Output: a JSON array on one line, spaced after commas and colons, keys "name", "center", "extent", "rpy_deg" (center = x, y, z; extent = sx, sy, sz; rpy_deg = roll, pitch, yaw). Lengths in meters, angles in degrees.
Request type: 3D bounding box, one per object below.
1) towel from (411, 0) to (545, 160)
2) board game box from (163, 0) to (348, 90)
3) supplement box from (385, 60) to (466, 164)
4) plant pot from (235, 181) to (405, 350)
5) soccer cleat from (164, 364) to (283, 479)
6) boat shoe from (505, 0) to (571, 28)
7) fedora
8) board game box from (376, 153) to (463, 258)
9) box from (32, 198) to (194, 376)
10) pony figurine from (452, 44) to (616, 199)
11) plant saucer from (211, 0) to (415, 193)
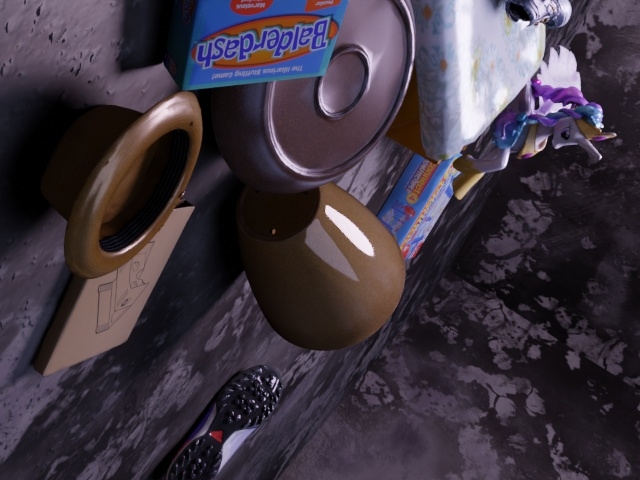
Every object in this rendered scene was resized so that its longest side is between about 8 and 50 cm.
[{"name": "towel", "center": [0.250, -0.345, 1.273], "extent": [0.374, 0.090, 0.320], "rpy_deg": [-44, 133, -42]}, {"name": "board game box", "center": [-0.044, -0.235, 0.728], "extent": [0.160, 0.047, 0.210], "rpy_deg": [-14, 144, -31]}, {"name": "supplement box", "center": [0.239, -0.271, 1.567], "extent": [0.194, 0.129, 0.191], "rpy_deg": [-31, 150, -61]}, {"name": "plant pot", "center": [-0.018, 0.006, 1.174], "extent": [0.237, 0.237, 0.254], "rpy_deg": [-54, 152, -12]}, {"name": "soccer cleat", "center": [-0.195, 0.373, 1.617], "extent": [0.318, 0.109, 0.116], "rpy_deg": [-51, -175, -29]}, {"name": "boat shoe", "center": [0.329, -0.357, 1.267], "extent": [0.083, 0.065, 0.183], "rpy_deg": [-60, 150, -1]}, {"name": "fedora", "center": [-0.181, -0.060, 0.724], "extent": [0.194, 0.079, 0.194], "rpy_deg": [-59, 170, -17]}, {"name": "board game box", "center": [0.247, -0.100, 2.057], "extent": [0.308, 0.086, 0.302], "rpy_deg": [-60, 166, 10]}, {"name": "box", "center": [-0.227, 0.047, 0.921], "extent": [0.201, 0.021, 0.164], "rpy_deg": [-62, 165, 15]}, {"name": "pony figurine", "center": [0.417, -0.285, 1.722], "extent": [0.303, 0.364, 0.350], "rpy_deg": [24, 58, -47]}, {"name": "plant saucer", "center": [0.012, -0.186, 0.942], "extent": [0.311, 0.050, 0.310], "rpy_deg": [-29, 135, -33]}]
